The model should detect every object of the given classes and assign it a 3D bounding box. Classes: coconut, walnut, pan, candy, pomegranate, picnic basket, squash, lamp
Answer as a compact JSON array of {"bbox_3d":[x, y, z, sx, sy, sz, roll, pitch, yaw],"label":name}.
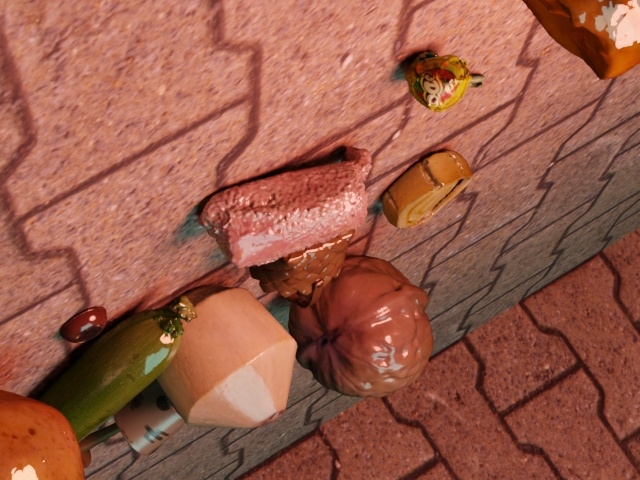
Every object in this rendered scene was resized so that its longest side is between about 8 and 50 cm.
[{"bbox_3d":[-0.137,0.181,1.883,0.202,0.222,0.202,-34,161,-13],"label":"coconut"},{"bbox_3d":[0.074,0.143,2.151,0.248,0.248,0.248,-31,164,-10],"label":"walnut"},{"bbox_3d":[-0.303,0.117,1.727,0.068,0.023,0.115,-39,163,13],"label":"pan"},{"bbox_3d":[0.177,-0.210,1.673,0.073,0.077,0.262,-62,165,16],"label":"candy"},{"bbox_3d":[-0.427,0.318,1.620,0.281,0.281,0.281,-31,164,-10],"label":"pomegranate"},{"bbox_3d":[-0.039,0.023,1.783,0.138,0.128,0.178,-22,158,-27],"label":"picnic basket"},{"bbox_3d":[-0.310,0.200,1.821,0.379,0.101,0.101,-39,164,24],"label":"squash"},{"bbox_3d":[-0.316,0.300,2.079,0.215,0.121,0.121,-28,166,13],"label":"lamp"}]

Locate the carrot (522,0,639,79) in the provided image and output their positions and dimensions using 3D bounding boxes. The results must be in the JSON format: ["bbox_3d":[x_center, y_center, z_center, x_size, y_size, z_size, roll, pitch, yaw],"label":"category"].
[{"bbox_3d":[0.340,-0.321,1.327,0.341,0.241,0.241,-31,164,0],"label":"carrot"}]

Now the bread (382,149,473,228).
[{"bbox_3d":[0.163,-0.079,2.009,0.156,0.064,0.117,-40,159,24],"label":"bread"}]

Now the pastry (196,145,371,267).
[{"bbox_3d":[-0.026,-0.042,1.655,0.265,0.112,0.103,-26,155,-28],"label":"pastry"}]
